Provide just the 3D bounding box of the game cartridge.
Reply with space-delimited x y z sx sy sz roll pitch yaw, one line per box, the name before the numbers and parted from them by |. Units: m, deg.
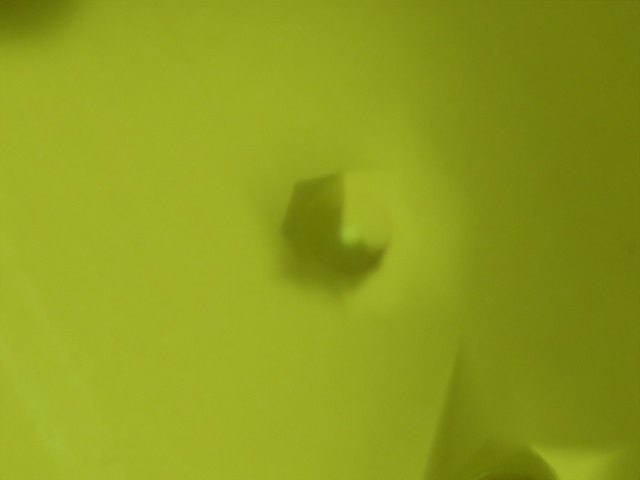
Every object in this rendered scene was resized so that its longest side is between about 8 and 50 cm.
game cartridge | 0.000 0.000 0.434 0.285 0.052 0.324 -28 89 -17
